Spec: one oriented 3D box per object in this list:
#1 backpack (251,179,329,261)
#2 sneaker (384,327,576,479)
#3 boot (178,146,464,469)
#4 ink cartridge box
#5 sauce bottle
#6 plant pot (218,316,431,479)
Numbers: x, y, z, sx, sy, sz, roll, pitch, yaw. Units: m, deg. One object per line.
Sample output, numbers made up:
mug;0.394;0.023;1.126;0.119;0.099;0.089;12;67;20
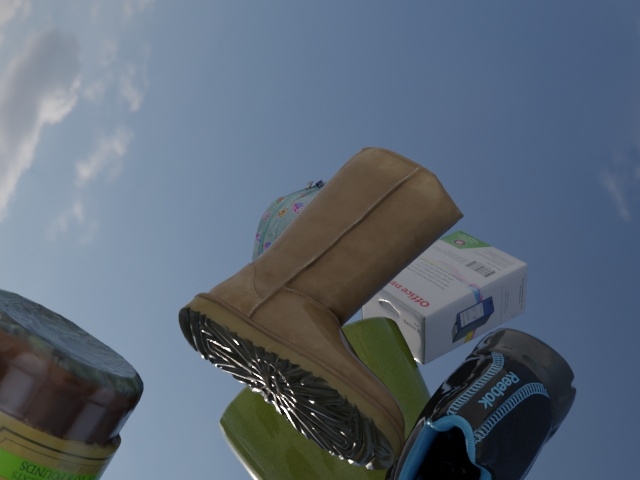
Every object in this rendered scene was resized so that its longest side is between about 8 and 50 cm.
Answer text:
backpack;0.000;0.000;1.055;0.115;0.182;0.152;13;-71;24
sneaker;0.097;0.227;0.752;0.125;0.139;0.341;33;-53;26
boot;0.043;0.038;0.752;0.236;0.089;0.269;33;-127;24
ink cartridge box;0.186;0.081;1.306;0.212;0.093;0.154;-21;-147;-29
sauce bottle;-0.217;0.195;0.431;0.345;0.111;0.111;-60;-147;-2
plant pot;0.061;0.294;1.071;0.275;0.274;0.294;-43;-116;18
